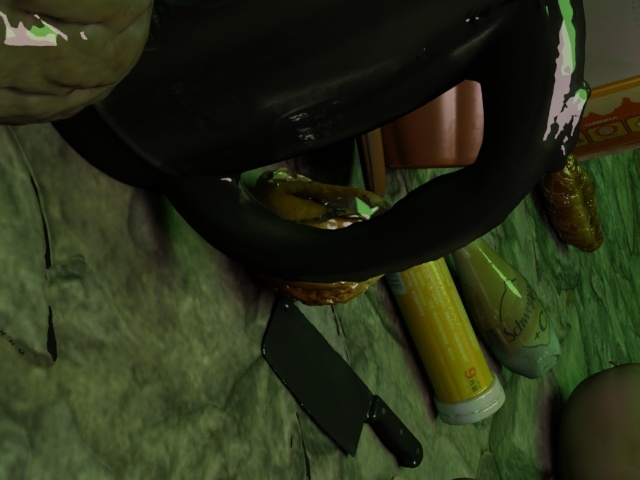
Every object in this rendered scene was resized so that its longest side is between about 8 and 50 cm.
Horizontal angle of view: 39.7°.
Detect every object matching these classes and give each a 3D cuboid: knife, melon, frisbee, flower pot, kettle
[{"bbox_3d":[0.023,0.145,0.771,0.245,0.019,0.072,50,42,-34],"label":"knife"},{"bbox_3d":[0.438,0.317,1.204,0.223,0.223,0.316,32,48,-51],"label":"melon"},{"bbox_3d":[0.029,-0.155,0.793,0.251,0.021,0.250,-11,90,-89],"label":"frisbee"},{"bbox_3d":[0.128,-0.163,0.939,0.191,0.191,0.173,-6,96,-61],"label":"flower pot"},{"bbox_3d":[0.008,-0.135,0.544,0.228,0.324,0.320,2,76,-60],"label":"kettle"}]

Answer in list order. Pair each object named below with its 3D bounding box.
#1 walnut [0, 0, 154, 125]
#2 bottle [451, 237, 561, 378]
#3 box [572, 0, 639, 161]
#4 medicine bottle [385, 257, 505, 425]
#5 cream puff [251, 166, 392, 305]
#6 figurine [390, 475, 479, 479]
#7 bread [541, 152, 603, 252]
[{"bbox_3d":[-0.178,-0.133,0.391,0.230,0.178,0.178,-13,89,-45],"label":"walnut"},{"bbox_3d":[0.205,0.061,1.052,0.269,0.083,0.083,52,37,-34],"label":"bottle"},{"bbox_3d":[0.443,-0.306,1.442,0.214,0.260,0.283,34,50,-49],"label":"box"},{"bbox_3d":[0.118,0.079,0.906,0.218,0.074,0.074,66,31,-14],"label":"medicine bottle"},{"bbox_3d":[0.000,0.000,0.693,0.133,0.119,0.104,16,86,-45],"label":"cream puff"},{"bbox_3d":[0.114,0.274,0.762,0.125,0.125,0.138,53,24,-35],"label":"figurine"},{"bbox_3d":[0.411,-0.065,1.469,0.233,0.076,0.104,57,46,-43],"label":"bread"}]
